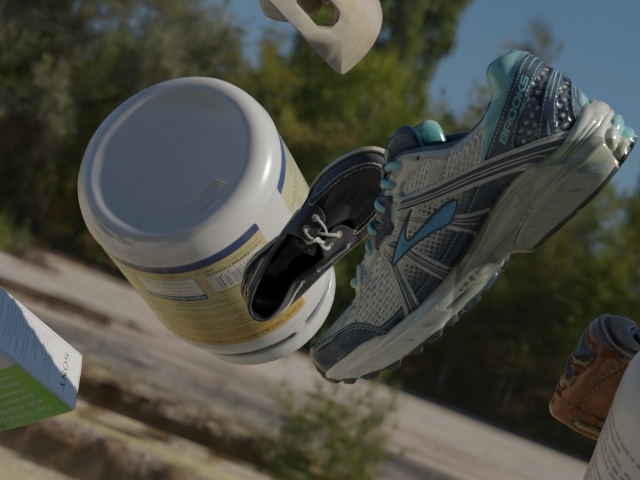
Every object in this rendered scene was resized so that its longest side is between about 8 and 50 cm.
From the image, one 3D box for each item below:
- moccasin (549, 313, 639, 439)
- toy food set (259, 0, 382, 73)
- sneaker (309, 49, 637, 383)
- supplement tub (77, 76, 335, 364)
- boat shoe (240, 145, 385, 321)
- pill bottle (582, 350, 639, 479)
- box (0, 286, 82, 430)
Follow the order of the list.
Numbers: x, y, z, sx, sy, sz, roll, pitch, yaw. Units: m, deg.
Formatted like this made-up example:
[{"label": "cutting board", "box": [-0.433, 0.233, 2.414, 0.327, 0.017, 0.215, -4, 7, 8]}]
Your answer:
[{"label": "moccasin", "box": [0.417, 0.209, 1.747, 0.380, 0.147, 0.139, 19, 25, -16]}, {"label": "toy food set", "box": [-0.065, -0.307, 1.470, 0.306, 0.092, 0.220, 64, 12, 25]}, {"label": "sneaker", "box": [0.081, -0.017, 1.173, 0.122, 0.283, 0.110, 47, 22, 3]}, {"label": "supplement tub", "box": [-0.116, -0.011, 1.912, 0.228, 0.228, 0.316, 20, -21, 26]}, {"label": "boat shoe", "box": [0.000, 0.000, 1.567, 0.075, 0.206, 0.065, 37, 26, -15]}, {"label": "pill bottle", "box": [0.271, 0.165, 1.194, 0.160, 0.283, 0.160, 8, 37, -6]}, {"label": "box", "box": [-0.356, 0.050, 1.205, 0.232, 0.058, 0.322, -17, -44, 25]}]
